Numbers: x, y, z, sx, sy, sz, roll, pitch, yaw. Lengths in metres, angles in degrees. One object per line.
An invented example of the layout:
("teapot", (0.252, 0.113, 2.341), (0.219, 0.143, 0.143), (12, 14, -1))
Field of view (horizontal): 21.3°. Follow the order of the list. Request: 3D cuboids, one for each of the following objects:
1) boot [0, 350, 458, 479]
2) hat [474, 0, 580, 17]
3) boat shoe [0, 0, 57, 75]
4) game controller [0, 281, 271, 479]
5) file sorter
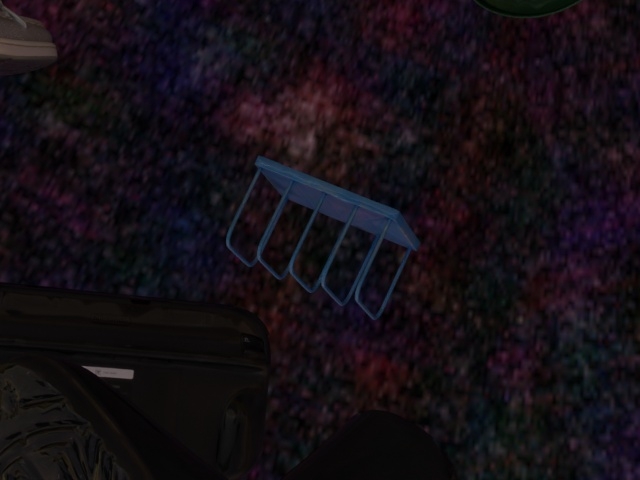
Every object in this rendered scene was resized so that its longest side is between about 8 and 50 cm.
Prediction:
("boot", (-0.031, 0.131, 0.821), (0.094, 0.207, 0.246), (-39, 86, 37))
("hat", (0.137, -0.280, 1.351), (0.173, 0.183, 0.208), (32, 94, 34))
("boat shoe", (-0.392, -0.221, 1.581), (0.320, 0.103, 0.118), (10, 171, -29))
("game controller", (-0.193, 0.128, 1.474), (0.319, 0.067, 0.166), (7, 93, -23))
("file sorter", (0.000, 0.000, 1.827), (0.170, 0.104, 0.118), (23, 170, 20))
